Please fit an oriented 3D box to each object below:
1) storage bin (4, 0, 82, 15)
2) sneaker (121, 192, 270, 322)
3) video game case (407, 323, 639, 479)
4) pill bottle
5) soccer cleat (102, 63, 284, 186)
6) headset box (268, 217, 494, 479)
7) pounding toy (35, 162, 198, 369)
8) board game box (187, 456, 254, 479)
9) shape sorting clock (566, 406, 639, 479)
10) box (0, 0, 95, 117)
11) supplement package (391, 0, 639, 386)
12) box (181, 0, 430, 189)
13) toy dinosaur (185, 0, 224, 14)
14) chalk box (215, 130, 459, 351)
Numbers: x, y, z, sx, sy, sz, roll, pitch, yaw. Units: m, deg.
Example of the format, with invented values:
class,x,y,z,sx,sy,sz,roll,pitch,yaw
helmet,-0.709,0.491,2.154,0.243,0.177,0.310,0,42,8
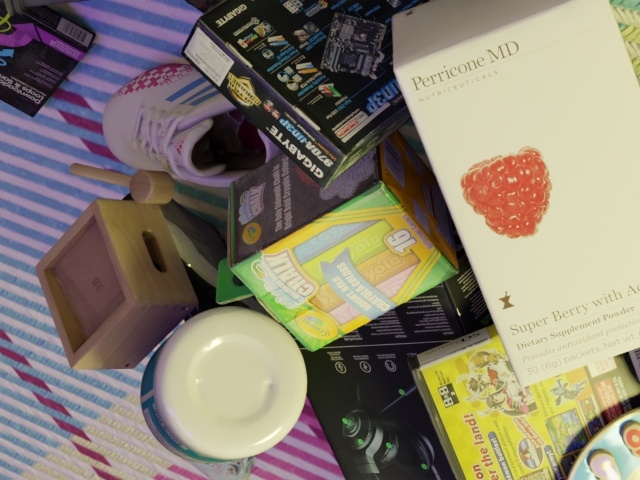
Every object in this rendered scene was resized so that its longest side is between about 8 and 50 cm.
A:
class,x,y,z,sx,sy,sz,roll,pitch,yaw
storage bin,-0.276,-0.305,1.820,0.091,0.098,0.135,1,123,10
sneaker,-0.118,0.043,1.929,0.271,0.108,0.100,46,127,-11
video game case,0.242,0.182,1.624,0.248,0.035,0.275,-22,109,3
pill bottle,-0.105,0.150,1.788,0.146,0.146,0.264,51,167,-1
soccer cleat,-0.127,-0.112,1.772,0.331,0.143,0.116,0,112,41
headset box,0.113,0.132,1.751,0.246,0.131,0.283,-7,114,44
pounding toy,-0.192,0.001,1.802,0.206,0.094,0.181,-44,58,35
board game box,-0.123,0.255,2.144,0.090,0.020,0.090,35,137,17
shape sorting clock,0.321,0.243,1.609,0.206,0.040,0.206,-1,108,-4
box,-0.331,-0.206,1.946,0.116,0.029,0.162,29,144,-17
supplement package,0.188,-0.064,1.454,0.178,0.175,0.293,-20,109,10
box,0.013,-0.166,1.550,0.175,0.220,0.051,43,139,7
toy dinosaur,-0.092,-0.246,1.684,0.313,0.121,0.160,36,173,0
chalk box,0.000,0.000,1.619,0.213,0.132,0.132,-29,124,20
